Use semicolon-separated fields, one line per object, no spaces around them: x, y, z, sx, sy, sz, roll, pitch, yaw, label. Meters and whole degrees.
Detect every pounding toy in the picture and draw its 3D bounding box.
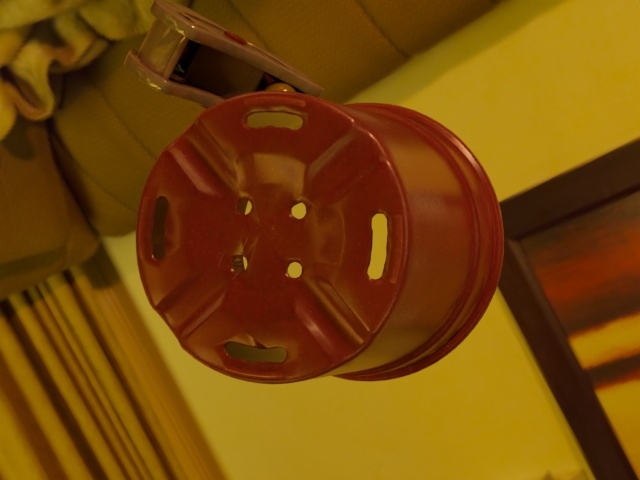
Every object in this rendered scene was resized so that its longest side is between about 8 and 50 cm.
-0.114;-0.228;0.908;0.154;0.270;0.154;-60;-158;14;pounding toy

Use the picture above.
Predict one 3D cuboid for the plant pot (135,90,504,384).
0.000;0.000;0.679;0.272;0.272;0.265;-28;171;16;plant pot
